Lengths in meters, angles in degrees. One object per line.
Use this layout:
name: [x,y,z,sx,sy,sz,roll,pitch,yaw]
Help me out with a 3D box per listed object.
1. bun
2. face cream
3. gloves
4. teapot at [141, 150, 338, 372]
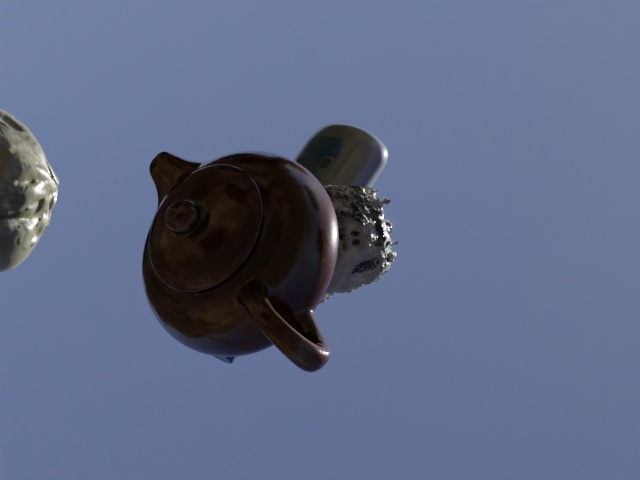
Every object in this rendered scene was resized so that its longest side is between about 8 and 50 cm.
bun: [-0.320,-0.058,1.922,0.102,0.183,0.183,-18,-142,3]
face cream: [-0.046,0.003,2.411,0.337,0.080,0.163,-56,-155,-12]
gloves: [0.003,0.001,1.797,0.070,0.153,0.114,0,-77,53]
teapot: [-0.071,0.016,1.549,0.178,0.135,0.252,-47,-133,12]
